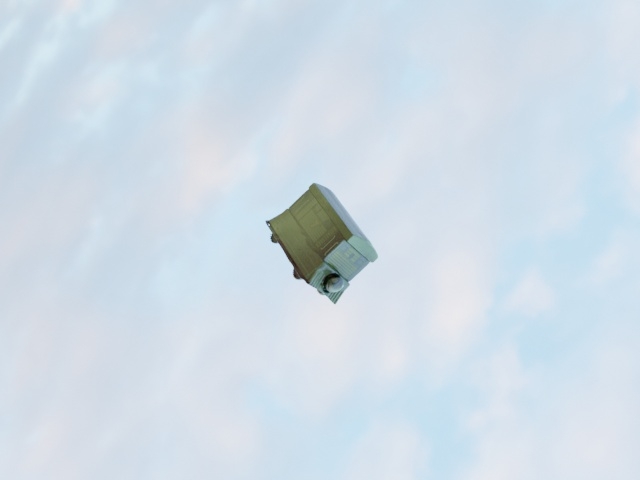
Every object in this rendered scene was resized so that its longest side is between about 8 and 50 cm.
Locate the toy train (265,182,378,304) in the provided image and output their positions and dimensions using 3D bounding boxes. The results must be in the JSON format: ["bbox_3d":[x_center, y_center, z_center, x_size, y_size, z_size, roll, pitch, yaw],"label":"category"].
[{"bbox_3d":[0.000,0.000,0.867,0.056,0.038,0.093,-45,-142,8],"label":"toy train"}]
